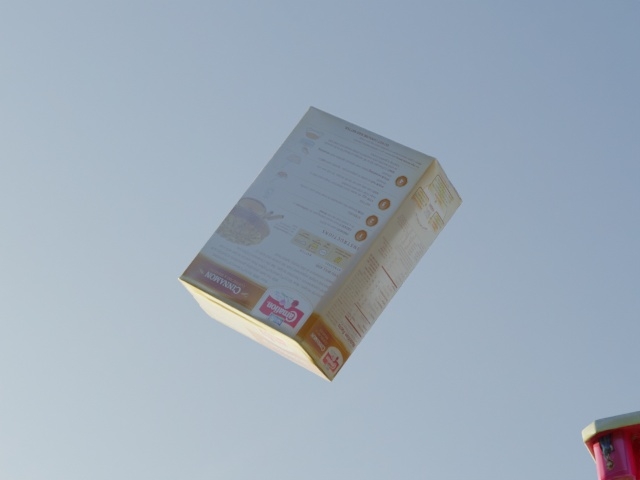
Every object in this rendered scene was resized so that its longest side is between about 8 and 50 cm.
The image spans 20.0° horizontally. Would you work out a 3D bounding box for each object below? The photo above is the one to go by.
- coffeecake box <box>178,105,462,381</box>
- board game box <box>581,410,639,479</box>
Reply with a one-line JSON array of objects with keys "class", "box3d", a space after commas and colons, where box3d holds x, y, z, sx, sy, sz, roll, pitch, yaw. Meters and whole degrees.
[{"class": "coffeecake box", "box3d": [0.000, 0.000, 1.460, 0.142, 0.185, 0.068, 26, -18, 38]}, {"class": "board game box", "box3d": [0.437, 0.203, 1.419, 0.389, 0.050, 0.390, -13, -33, 15]}]
